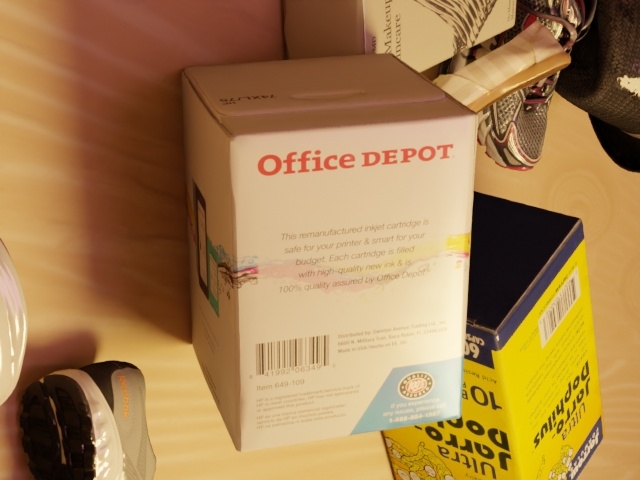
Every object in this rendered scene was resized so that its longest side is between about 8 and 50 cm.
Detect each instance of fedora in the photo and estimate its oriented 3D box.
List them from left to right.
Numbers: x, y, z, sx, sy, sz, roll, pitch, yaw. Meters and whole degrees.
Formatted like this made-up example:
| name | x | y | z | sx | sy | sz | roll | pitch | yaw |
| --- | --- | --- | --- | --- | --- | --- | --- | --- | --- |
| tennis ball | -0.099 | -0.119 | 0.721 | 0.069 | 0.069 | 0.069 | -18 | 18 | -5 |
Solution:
| name | x | y | z | sx | sy | sz | roll | pitch | yaw |
| --- | --- | --- | --- | --- | --- | --- | --- | --- | --- |
| fedora | 0.351 | -0.250 | 1.490 | 0.152 | 0.334 | 0.334 | 10 | 97 | -23 |

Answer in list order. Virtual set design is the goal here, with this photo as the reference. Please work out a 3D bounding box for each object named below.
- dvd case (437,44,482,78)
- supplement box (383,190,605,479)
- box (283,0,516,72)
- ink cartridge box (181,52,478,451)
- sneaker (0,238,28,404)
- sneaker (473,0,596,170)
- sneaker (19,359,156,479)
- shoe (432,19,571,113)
| name | x | y | z | sx | sy | sz | roll | pitch | yaw |
| --- | --- | --- | --- | --- | --- | --- | --- | --- | --- |
| dvd case | 0.198 | -0.258 | 1.447 | 0.164 | 0.018 | 0.221 | 1 | 103 | -55 |
| supplement box | 0.186 | 0.143 | 1.447 | 0.195 | 0.194 | 0.356 | -47 | 138 | -33 |
| box | 0.084 | -0.231 | 1.232 | 0.275 | 0.094 | 0.113 | -33 | 129 | -44 |
| ink cartridge box | 0.000 | 0.000 | 1.062 | 0.198 | 0.197 | 0.270 | -6 | 114 | -15 |
| sneaker | -0.288 | -0.006 | 0.792 | 0.152 | 0.114 | 0.305 | -44 | 127 | -44 |
| sneaker | 0.241 | -0.221 | 1.408 | 0.121 | 0.112 | 0.299 | -16 | 117 | -50 |
| sneaker | -0.181 | 0.227 | 1.058 | 0.108 | 0.100 | 0.271 | -22 | 121 | -55 |
| shoe | 0.157 | -0.162 | 1.342 | 0.219 | 0.076 | 0.058 | -28 | 91 | -5 |
